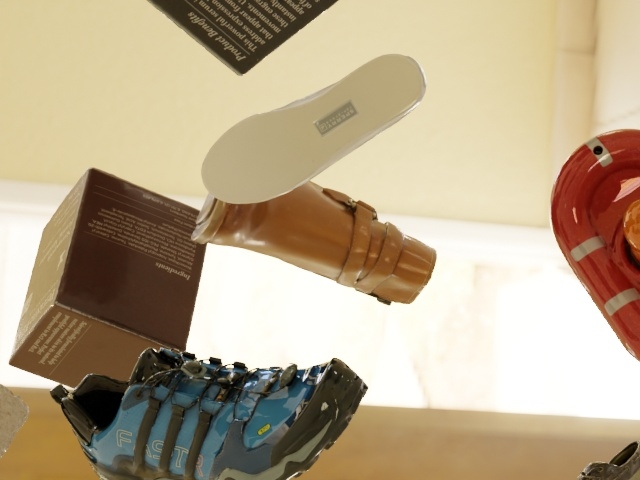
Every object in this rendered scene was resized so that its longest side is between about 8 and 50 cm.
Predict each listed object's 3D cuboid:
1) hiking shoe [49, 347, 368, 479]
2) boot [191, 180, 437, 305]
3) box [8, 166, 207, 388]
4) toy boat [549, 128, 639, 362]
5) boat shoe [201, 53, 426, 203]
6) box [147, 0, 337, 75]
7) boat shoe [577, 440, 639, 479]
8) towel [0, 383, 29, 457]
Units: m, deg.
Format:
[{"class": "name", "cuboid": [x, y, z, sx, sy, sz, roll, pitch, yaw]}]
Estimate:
[{"class": "hiking shoe", "cuboid": [-0.100, 0.146, 1.462, 0.304, 0.132, 0.113, -23, 23, 37]}, {"class": "boot", "cuboid": [0.000, 0.000, 1.677, 0.109, 0.220, 0.283, -63, -4, -2]}, {"class": "box", "cuboid": [-0.248, 0.057, 2.102, 0.168, 0.167, 0.203, -45, 28, 48]}, {"class": "toy boat", "cuboid": [0.306, -0.003, 1.617, 0.231, 0.151, 0.151, 58, 179, 21]}, {"class": "boat shoe", "cuboid": [-0.003, -0.083, 1.339, 0.066, 0.184, 0.063, 57, -174, 9]}, {"class": "box", "cuboid": [-0.021, -0.426, 1.913, 0.395, 0.212, 0.294, -35, 36, 24]}, {"class": "boat shoe", "cuboid": [0.252, 0.223, 1.592, 0.056, 0.152, 0.049, -31, 83, 40]}, {"class": "towel", "cuboid": [-0.428, 0.147, 1.650, 0.187, 0.282, 0.049, -59, 9, -30]}]
